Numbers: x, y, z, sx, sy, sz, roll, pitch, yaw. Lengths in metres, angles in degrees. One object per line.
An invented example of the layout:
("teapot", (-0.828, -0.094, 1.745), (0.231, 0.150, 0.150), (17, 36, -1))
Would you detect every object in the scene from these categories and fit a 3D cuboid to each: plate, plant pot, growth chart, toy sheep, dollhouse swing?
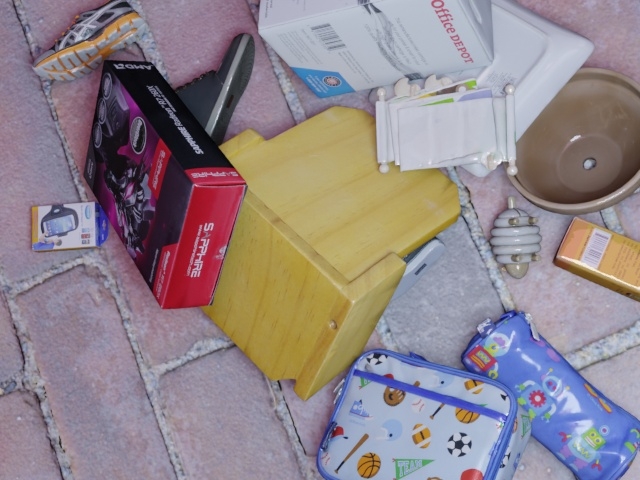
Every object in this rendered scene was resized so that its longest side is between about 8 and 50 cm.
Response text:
("plate", (0.245, -0.277, 1.473), (0.277, 0.045, 0.278), (-49, 57, 1))
("plant pot", (0.409, -0.139, 1.421), (0.237, 0.110, 0.237), (-11, 65, 25))
("growth chart", (0.191, -0.179, 1.417), (0.237, 0.021, 0.171), (0, 72, 24))
("toy sheep", (0.309, -0.005, 1.450), (0.091, 0.091, 0.132), (0, 90, 10))
("dollhouse swing", (0.000, 0.000, 1.494), (0.347, 0.305, 0.315), (42, 130, 23))

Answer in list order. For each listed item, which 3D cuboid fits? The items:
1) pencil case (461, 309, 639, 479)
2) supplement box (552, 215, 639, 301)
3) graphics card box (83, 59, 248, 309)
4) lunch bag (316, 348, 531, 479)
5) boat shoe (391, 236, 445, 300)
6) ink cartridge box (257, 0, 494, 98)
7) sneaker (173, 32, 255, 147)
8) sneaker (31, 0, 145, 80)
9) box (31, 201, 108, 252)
("pencil case", (0.354, 0.235, 1.393), (0.306, 0.119, 0.133), (45, 114, 11))
("supplement box", (0.485, 0.046, 1.418), (0.233, 0.078, 0.080), (26, 85, 12))
("graphics card box", (-0.255, -0.096, 1.432), (0.371, 0.094, 0.232), (52, 135, 40))
("lunch bag", (0.147, 0.289, 1.369), (0.303, 0.115, 0.243), (13, 70, 36))
("boat shoe", (0.142, 0.045, 1.499), (0.142, 0.049, 0.040), (-42, 52, 3))
("ink cartridge box", (0.091, -0.349, 1.422), (0.308, 0.223, 0.129), (-7, 66, 25))
("sneaker", (-0.201, -0.268, 1.580), (0.118, 0.083, 0.222), (23, 88, 13))
("sneaker", (-0.420, -0.360, 1.638), (0.215, 0.084, 0.083), (-30, 75, -4))
("box", (-0.442, -0.024, 1.620), (0.136, 0.028, 0.081), (-5, 82, 11))
